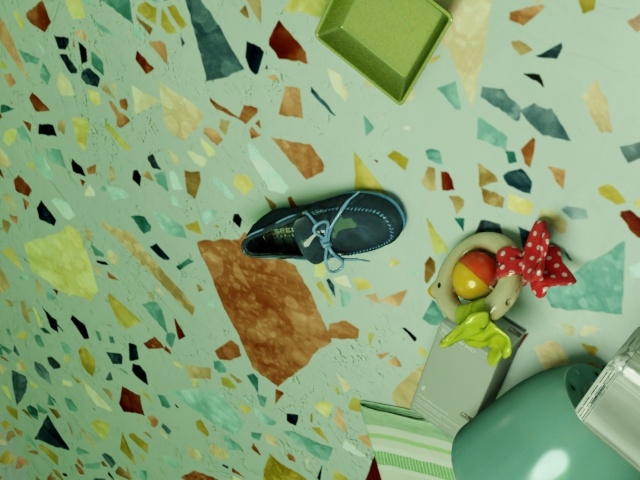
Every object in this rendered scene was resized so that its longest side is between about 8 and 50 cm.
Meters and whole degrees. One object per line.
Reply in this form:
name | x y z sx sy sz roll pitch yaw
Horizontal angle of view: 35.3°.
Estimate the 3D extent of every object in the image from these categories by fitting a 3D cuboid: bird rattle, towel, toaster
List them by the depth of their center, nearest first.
toaster | 0.464 0.228 1.426 0.146 0.129 0.227 38 139 19
bird rattle | 0.268 0.063 1.613 0.254 0.143 0.207 -60 39 11
towel | 0.213 0.483 2.042 0.247 0.038 0.325 5 121 38

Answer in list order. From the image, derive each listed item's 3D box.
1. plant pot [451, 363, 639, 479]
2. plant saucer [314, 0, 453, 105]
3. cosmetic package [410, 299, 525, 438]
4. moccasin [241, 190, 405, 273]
plant pot | 0.399 0.341 1.629 0.293 0.293 0.235 41 123 9
plant saucer | 0.103 -0.337 1.558 0.188 0.045 0.188 40 136 9
cosmetic package | 0.258 0.231 1.785 0.127 0.107 0.238 32 137 23
moccasin | 0.000 0.000 1.821 0.342 0.117 0.138 -12 110 43
